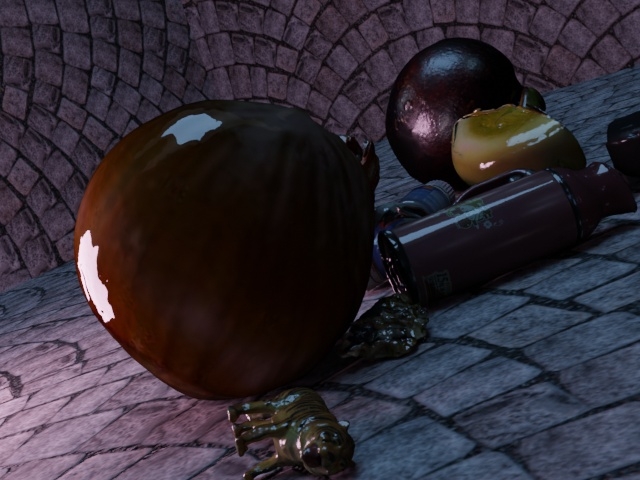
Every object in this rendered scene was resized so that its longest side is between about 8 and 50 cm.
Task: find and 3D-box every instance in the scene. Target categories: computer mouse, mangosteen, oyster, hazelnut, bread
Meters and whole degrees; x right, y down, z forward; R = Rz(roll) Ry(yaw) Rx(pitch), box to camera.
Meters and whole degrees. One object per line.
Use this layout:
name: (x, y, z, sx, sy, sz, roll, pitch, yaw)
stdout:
computer mouse: (0.525, -0.153, 1.564, 0.170, 0.100, 0.269, -18, 6, 19)
mangosteen: (0.284, -0.244, 2.057, 0.330, 0.330, 0.330, -19, 9, 3)
oyster: (0.075, 0.095, 1.189, 0.103, 0.051, 0.148, -15, 7, 15)
hazelnut: (-0.100, 0.010, 1.193, 0.373, 0.372, 0.315, -23, 47, -18)
bread: (0.326, -0.137, 1.785, 0.156, 0.158, 0.261, -38, 28, -8)

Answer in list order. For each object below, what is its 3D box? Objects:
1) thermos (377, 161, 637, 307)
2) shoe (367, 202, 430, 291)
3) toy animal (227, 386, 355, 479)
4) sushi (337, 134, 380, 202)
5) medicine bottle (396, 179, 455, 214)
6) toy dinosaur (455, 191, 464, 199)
thermos: (0.242, -0.020, 1.332, 0.330, 0.109, 0.136, -21, 11, -9)
shoe: (0.131, -0.008, 1.527, 0.126, 0.099, 0.227, -23, 10, 37)
toy animal: (-0.030, 0.176, 0.941, 0.099, 0.056, 0.241, -14, 6, -6)
sushi: (-0.001, -0.032, 1.575, 0.130, 0.332, 0.124, 26, 31, 13)
medicine bottle: (0.180, -0.052, 1.770, 0.084, 0.083, 0.203, -16, 8, 24)
toy dinosaur: (0.270, -0.082, 1.911, 0.220, 0.032, 0.108, -8, 13, 42)
